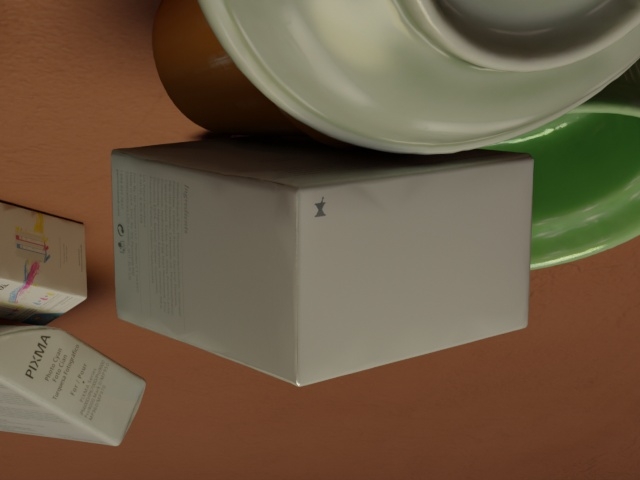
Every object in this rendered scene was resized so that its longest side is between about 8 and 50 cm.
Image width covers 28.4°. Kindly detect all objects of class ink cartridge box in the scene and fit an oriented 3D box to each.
[{"bbox_3d":[-0.428,0.102,1.382,0.308,0.091,0.385,0,149,39],"label":"ink cartridge box"},{"bbox_3d":[-0.329,0.023,1.319,0.143,0.090,0.092,16,146,-40],"label":"ink cartridge box"}]

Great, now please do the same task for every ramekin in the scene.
[{"bbox_3d":[0.176,-0.098,1.141,0.303,0.148,0.303,-6,154,-3],"label":"ramekin"}]

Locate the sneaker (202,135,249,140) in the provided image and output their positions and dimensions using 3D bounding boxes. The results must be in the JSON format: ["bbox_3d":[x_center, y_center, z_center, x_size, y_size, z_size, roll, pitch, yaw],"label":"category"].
[{"bbox_3d":[-0.083,-0.076,1.215,0.071,0.068,0.170,20,144,-34],"label":"sneaker"}]

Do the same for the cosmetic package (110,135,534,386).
[{"bbox_3d":[0.000,0.000,0.934,0.224,0.138,0.225,-9,-166,-39],"label":"cosmetic package"}]

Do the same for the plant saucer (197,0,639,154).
[{"bbox_3d":[0.118,-0.212,0.730,0.400,0.100,0.400,-13,125,-19],"label":"plant saucer"}]

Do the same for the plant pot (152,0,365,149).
[{"bbox_3d":[-0.019,-0.158,0.939,0.188,0.205,0.205,-11,158,44],"label":"plant pot"}]
